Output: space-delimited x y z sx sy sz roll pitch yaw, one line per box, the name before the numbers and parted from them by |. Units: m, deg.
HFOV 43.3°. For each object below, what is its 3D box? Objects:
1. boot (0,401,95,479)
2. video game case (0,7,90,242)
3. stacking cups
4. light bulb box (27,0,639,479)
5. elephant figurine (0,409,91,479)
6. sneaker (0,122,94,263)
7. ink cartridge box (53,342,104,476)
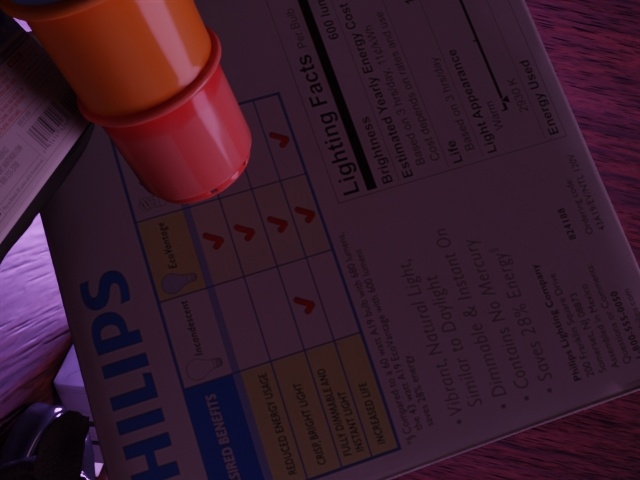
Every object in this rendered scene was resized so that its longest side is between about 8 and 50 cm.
boot | -0.099 0.373 0.748 0.146 0.445 0.367 -67 169 -88
video game case | -0.172 -0.066 0.325 0.019 0.143 0.157 -30 -153 29
stacking cups | -0.103 -0.143 0.314 0.316 0.096 0.096 62 33 -48
light bulb box | 0.000 0.000 0.616 0.225 0.361 0.358 103 -31 -75
elephant figurine | -0.181 0.265 0.604 0.239 0.186 0.169 45 36 -42
sneaker | -0.204 -0.007 0.400 0.286 0.109 0.130 -65 179 -54
ink cartridge box | -0.233 0.181 0.916 0.104 0.060 0.180 -77 167 -47
